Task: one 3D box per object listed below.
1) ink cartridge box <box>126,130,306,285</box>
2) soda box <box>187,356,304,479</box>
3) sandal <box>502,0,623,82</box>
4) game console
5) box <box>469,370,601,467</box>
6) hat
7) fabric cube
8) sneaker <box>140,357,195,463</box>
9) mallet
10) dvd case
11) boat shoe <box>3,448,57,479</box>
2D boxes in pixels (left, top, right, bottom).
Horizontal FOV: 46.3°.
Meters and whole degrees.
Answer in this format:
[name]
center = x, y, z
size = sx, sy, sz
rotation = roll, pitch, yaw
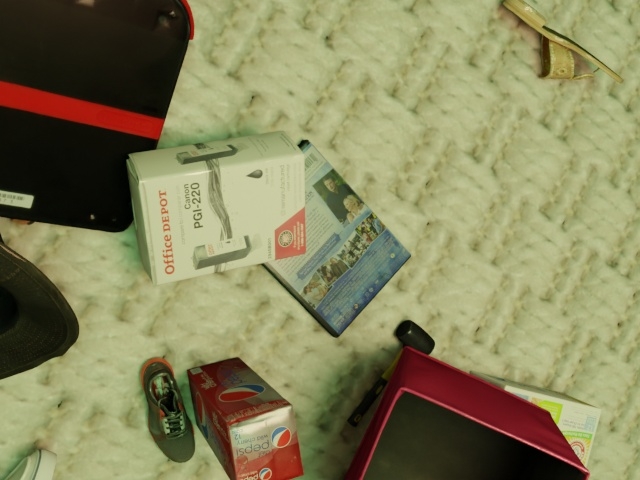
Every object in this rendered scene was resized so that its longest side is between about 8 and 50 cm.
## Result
[ink cartridge box]
center = -0.134, -0.045, 0.991
size = 0.217, 0.092, 0.159
rotation = -11, 122, -17
[soda box]
center = -0.106, 0.231, 0.978
size = 0.083, 0.263, 0.092
rotation = -11, 98, -19
[sandal]
center = 0.381, -0.307, 1.238
size = 0.240, 0.088, 0.079
rotation = 32, 114, -13
[game console]
center = -0.360, -0.187, 0.876
size = 0.386, 0.060, 0.342
rotation = 9, 114, -34
[box]
center = 0.345, 0.300, 1.243
size = 0.203, 0.103, 0.114
rotation = 16, 88, -21
[hat]
center = -0.450, 0.037, 0.892
size = 0.331, 0.331, 0.134
rotation = 14, 45, -21
[fabric cube]
center = 0.177, 0.333, 1.039
size = 0.254, 0.258, 0.259
rotation = 23, 96, 4
[sneaker]
center = -0.213, 0.245, 1.045
size = 0.061, 0.065, 0.158
rotation = -21, 101, -18
[mallet]
center = 0.113, 0.219, 1.188
size = 0.062, 0.039, 0.190
rotation = 32, 87, -22
[dvd case]
center = 0.000, 0.000, 1.131
size = 0.180, 0.022, 0.253
rotation = -47, 108, -11
[boat shoe]
center = -0.438, 0.373, 0.954
size = 0.084, 0.095, 0.258
rotation = 37, 80, -24
